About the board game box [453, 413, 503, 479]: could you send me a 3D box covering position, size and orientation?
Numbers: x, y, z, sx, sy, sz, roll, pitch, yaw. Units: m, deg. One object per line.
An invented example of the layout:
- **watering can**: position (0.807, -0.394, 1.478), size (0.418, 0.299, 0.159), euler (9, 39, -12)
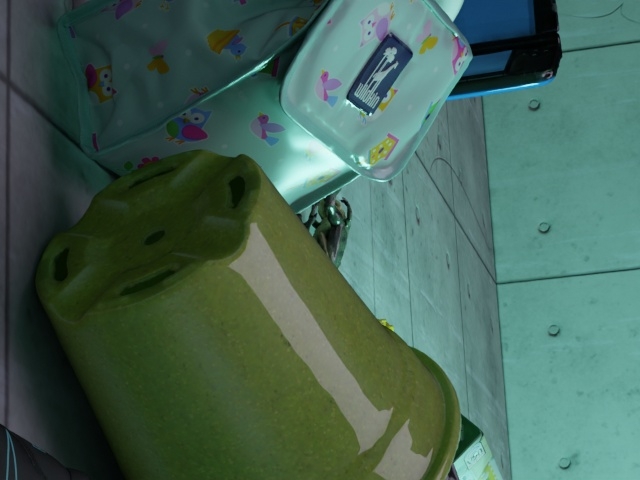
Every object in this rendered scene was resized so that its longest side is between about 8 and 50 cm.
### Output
- **board game box**: position (0.044, 0.316, 1.603), size (0.046, 0.317, 0.213), euler (38, -14, 33)

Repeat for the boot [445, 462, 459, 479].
- **boot**: position (0.040, 0.323, 1.455), size (0.118, 0.223, 0.338), euler (14, -66, 63)

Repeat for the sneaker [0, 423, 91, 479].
- **sneaker**: position (-0.208, 0.205, 0.981), size (0.106, 0.101, 0.267), euler (52, 27, -25)

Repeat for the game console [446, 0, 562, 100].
- **game console**: position (0.164, -0.292, 2.359), size (0.250, 0.293, 0.173), euler (-59, 139, -69)

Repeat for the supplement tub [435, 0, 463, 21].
- **supplement tub**: position (0.064, -0.370, 2.077), size (0.331, 0.241, 0.241), euler (-75, 155, -59)

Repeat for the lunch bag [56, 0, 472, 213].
- **lunch bag**: position (-0.030, -0.131, 1.367), size (0.223, 0.262, 0.160), euler (34, 37, -57)

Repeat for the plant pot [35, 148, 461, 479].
- **plant pot**: position (-0.072, 0.083, 1.295), size (0.276, 0.276, 0.254), euler (-80, 147, -52)

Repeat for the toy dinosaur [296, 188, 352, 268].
- **toy dinosaur**: position (0.000, 0.000, 2.023), size (0.268, 0.064, 0.118), euler (-75, 162, -51)

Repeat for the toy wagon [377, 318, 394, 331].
- **toy wagon**: position (0.065, 0.267, 2.149), size (0.267, 0.068, 0.344), euler (43, 41, -71)
